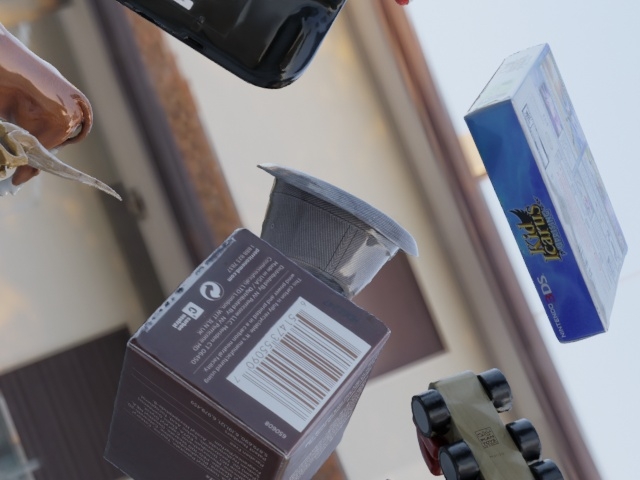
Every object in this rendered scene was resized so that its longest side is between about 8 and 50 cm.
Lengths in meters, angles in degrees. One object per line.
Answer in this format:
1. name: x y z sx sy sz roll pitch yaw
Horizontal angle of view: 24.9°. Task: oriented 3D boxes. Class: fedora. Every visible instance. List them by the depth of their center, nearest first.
1. fedora: 0.000 0.000 1.935 0.244 0.124 0.275 31 -5 -22

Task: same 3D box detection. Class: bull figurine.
1. bull figurine: -0.419 -0.205 1.760 0.310 0.101 0.188 42 -59 4

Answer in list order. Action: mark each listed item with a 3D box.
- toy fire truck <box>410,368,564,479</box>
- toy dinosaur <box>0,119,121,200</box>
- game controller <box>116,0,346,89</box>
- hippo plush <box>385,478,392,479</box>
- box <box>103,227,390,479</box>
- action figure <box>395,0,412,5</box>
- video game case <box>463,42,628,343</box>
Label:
1. toy fire truck: 0.215 0.307 1.845 0.246 0.158 0.217 96 -28 -51
2. toy dinosaur: -0.316 -0.096 1.539 0.211 0.112 0.064 31 -57 5
3. game controller: -0.117 -0.271 1.304 0.319 0.166 0.067 31 2 -23
4. hippo plush: -0.014 0.440 1.923 0.234 0.294 0.236 32 -15 -24
5. box: -0.069 0.137 1.279 0.167 0.168 0.203 34 -38 11
6. action figure: 0.183 -0.357 1.705 0.091 0.280 0.139 40 32 -17
7. video game case: 0.253 -0.058 1.584 0.269 0.061 0.244 66 25 -13
